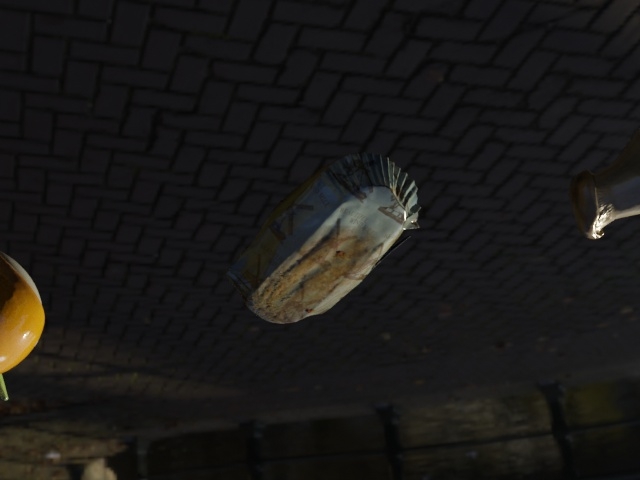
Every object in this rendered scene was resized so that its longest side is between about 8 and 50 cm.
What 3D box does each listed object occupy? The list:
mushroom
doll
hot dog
[{"bbox_3d":[0.355,-0.079,1.036,0.212,0.088,0.097,-34,-174,-1],"label":"mushroom"},{"bbox_3d":[-0.535,0.125,1.484,0.214,0.213,0.236,2,148,-17],"label":"doll"},{"bbox_3d":[0.000,0.000,1.185,0.163,0.081,0.270,25,123,-35],"label":"hot dog"}]
